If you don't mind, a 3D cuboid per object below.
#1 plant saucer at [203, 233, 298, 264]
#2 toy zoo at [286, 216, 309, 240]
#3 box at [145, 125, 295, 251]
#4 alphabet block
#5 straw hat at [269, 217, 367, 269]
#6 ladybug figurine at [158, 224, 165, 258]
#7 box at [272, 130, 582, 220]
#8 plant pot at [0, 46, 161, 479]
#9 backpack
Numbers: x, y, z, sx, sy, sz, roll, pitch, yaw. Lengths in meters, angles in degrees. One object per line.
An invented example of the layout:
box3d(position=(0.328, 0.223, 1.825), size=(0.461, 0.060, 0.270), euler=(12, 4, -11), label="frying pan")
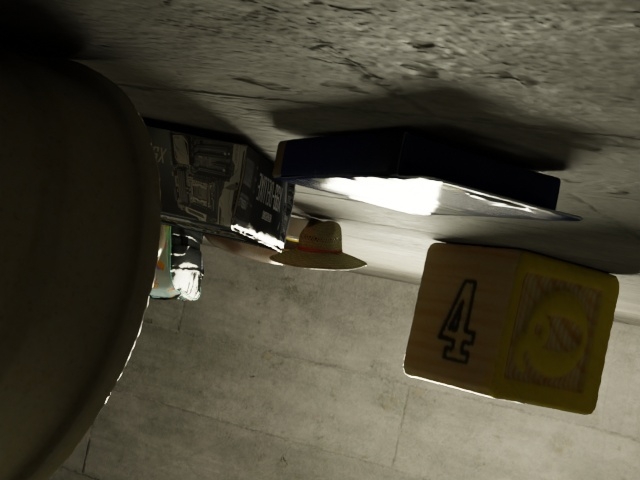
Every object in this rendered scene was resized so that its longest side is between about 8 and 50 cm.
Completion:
box3d(position=(-0.112, 0.002, 1.887), size=(0.198, 0.036, 0.198), euler=(17, -172, -2), label="plant saucer")
box3d(position=(-0.114, -0.032, 1.733), size=(0.293, 0.030, 0.192), euler=(14, 176, -24), label="toy zoo")
box3d(position=(-0.193, -0.065, 1.096), size=(0.307, 0.077, 0.242), euler=(12, 177, 9), label="box")
box3d(position=(0.254, 0.116, 1.556), size=(0.192, 0.194, 0.197), euler=(12, 177, -32), label="alphabet block")
box3d(position=(0.000, 0.000, 1.624), size=(0.144, 0.061, 0.144), euler=(5, -172, -1), label="straw hat")
box3d(position=(-0.378, -0.008, 1.353), size=(0.449, 0.162, 0.305), euler=(21, -162, 30), label="ladybug figurine")
box3d(position=(0.075, -0.046, 0.846), size=(0.136, 0.037, 0.225), euler=(13, 177, -28), label="box")
box3d(position=(-0.311, -0.022, 0.630), size=(0.333, 0.334, 0.305), euler=(9, 164, 38), label="plant pot")
box3d(position=(-0.266, 0.014, 1.875), size=(0.144, 0.166, 0.188), euler=(2, 174, 1), label="backpack")
